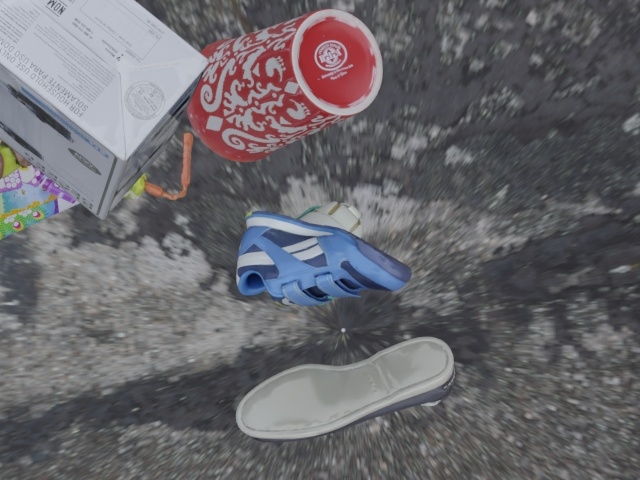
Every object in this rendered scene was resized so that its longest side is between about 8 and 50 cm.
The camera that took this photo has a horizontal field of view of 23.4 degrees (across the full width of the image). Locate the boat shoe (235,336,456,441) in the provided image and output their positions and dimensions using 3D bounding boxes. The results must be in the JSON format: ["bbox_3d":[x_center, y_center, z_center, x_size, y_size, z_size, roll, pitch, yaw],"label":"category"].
[{"bbox_3d":[0.027,0.150,1.420,0.206,0.065,0.075,-17,52,-1],"label":"boat shoe"}]

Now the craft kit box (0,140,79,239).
[{"bbox_3d":[-0.370,-0.125,1.802,0.246,0.250,0.061,-28,43,-17],"label":"craft kit box"}]

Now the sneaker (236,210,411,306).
[{"bbox_3d":[0.000,0.021,1.046,0.144,0.053,0.059,11,75,43],"label":"sneaker"}]

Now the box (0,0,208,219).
[{"bbox_3d":[-0.184,-0.114,1.107,0.169,0.290,0.087,39,78,-5],"label":"box"}]

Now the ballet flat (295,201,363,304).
[{"bbox_3d":[0.000,0.000,1.453,0.083,0.247,0.087,38,95,-1],"label":"ballet flat"}]

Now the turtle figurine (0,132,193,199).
[{"bbox_3d":[-0.261,-0.117,1.506,0.217,0.087,0.270,-10,55,-32],"label":"turtle figurine"}]

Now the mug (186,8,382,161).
[{"bbox_3d":[-0.023,-0.152,1.347,0.113,0.169,0.150,38,66,-22],"label":"mug"}]
